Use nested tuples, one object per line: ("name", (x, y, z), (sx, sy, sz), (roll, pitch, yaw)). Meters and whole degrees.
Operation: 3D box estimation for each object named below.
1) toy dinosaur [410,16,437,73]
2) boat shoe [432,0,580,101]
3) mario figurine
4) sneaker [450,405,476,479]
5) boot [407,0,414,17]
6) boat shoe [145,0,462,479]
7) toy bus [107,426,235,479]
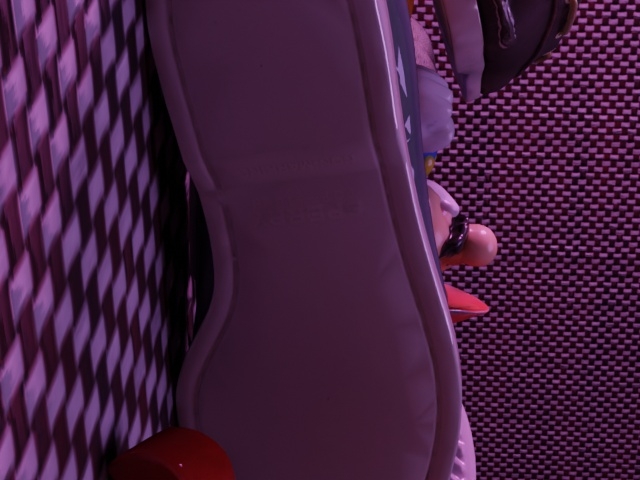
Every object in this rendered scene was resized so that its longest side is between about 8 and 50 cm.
("toy dinosaur", (0.090, -0.173, 1.588), (0.160, 0.121, 0.313), (112, -11, -61))
("boat shoe", (0.132, -0.172, 1.035), (0.324, 0.097, 0.116), (-12, 85, -84))
("mario figurine", (0.073, -0.059, 1.053), (0.198, 0.170, 0.320), (-19, 107, -48))
("sneaker", (0.002, 0.219, 0.815), (0.150, 0.135, 0.365), (118, -16, -47))
("boot", (0.015, -0.164, 0.752), (0.211, 0.104, 0.295), (-82, 177, -51))
("boat shoe", (0.000, 0.000, 0.580), (0.099, 0.116, 0.319), (-73, 160, -58))
("toy bus", (-0.019, 0.165, 0.428), (0.104, 0.202, 0.191), (-57, -164, 22))
